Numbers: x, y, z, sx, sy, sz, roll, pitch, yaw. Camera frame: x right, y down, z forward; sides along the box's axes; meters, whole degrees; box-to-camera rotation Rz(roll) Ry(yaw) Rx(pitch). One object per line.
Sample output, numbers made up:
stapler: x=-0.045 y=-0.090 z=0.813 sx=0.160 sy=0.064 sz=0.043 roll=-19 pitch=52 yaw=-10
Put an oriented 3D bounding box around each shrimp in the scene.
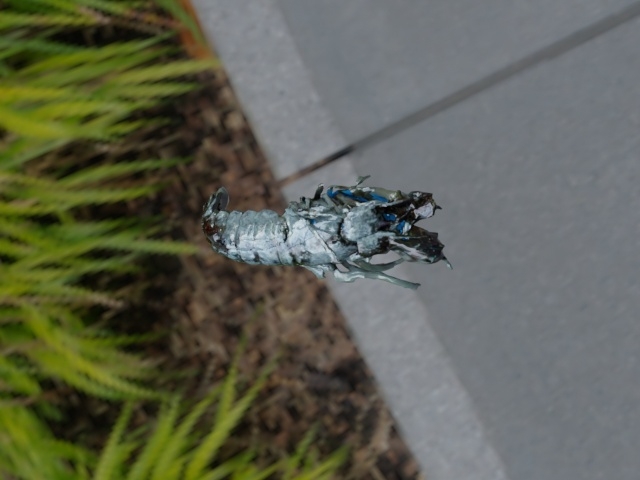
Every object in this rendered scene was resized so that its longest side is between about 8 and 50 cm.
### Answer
shrimp: x=-0.003 y=0.002 z=1.172 sx=0.174 sy=0.076 sz=0.082 roll=0 pitch=123 yaw=22
